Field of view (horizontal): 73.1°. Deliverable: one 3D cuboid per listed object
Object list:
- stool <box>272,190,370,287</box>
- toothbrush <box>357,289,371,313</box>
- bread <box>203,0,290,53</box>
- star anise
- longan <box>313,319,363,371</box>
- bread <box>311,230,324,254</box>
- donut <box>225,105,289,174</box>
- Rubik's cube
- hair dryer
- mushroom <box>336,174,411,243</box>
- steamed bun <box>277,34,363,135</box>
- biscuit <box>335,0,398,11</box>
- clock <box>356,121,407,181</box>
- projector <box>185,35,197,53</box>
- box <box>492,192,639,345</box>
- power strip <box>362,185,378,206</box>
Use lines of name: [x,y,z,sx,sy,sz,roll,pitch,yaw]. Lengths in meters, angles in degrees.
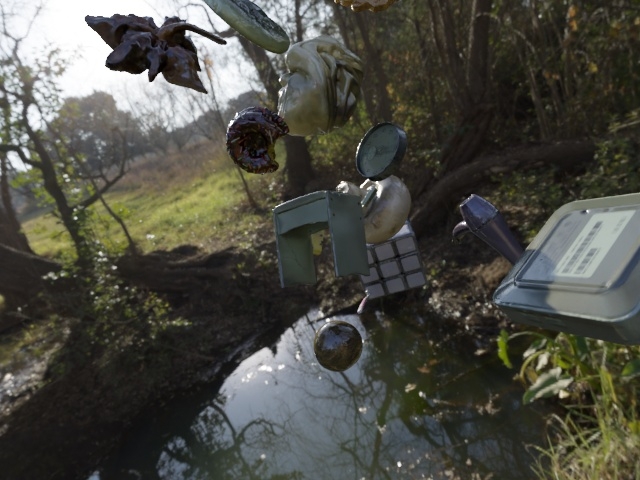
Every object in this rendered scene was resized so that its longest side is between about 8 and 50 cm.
stool: [0.000,0.000,1.368,0.244,0.269,0.170,-13,-10,41]
toothbrush: [0.185,0.254,1.822,0.020,0.025,0.286,-34,0,17]
bread: [-0.126,-0.364,0.683,0.036,0.193,0.112,-43,26,30]
star anise: [-0.396,-0.493,1.082,0.350,0.292,0.109,8,-28,-30]
longan: [0.060,0.356,1.444,0.168,0.187,0.167,-4,55,6]
bread: [-0.022,-0.039,2.141,0.088,0.226,0.049,12,-30,-6]
donut: [-0.220,-0.332,1.454,0.230,0.216,0.096,-57,5,32]
Rubik's cube: [0.316,0.055,2.070,0.304,0.305,0.301,-18,27,12]
hair dryer: [0.612,-0.019,1.679,0.121,0.301,0.361,-41,0,-10]
mushroom: [0.196,-0.146,1.698,0.297,0.290,0.297,-42,31,34]
steamed bun: [0.018,-0.524,1.512,0.247,0.339,0.352,30,35,31]
biscuit: [0.165,-0.877,1.546,0.184,0.035,0.249,-39,51,-18]
clock: [0.211,-0.316,1.532,0.042,0.214,0.215,18,-15,-36]
projector: [-0.461,-0.615,1.406,0.082,0.083,0.083,-17,-19,-40]
box: [0.661,0.048,1.042,0.396,0.111,0.396,-47,13,-15]
power strip: [0.165,-0.146,1.461,0.017,0.027,0.083,32,88,34]
